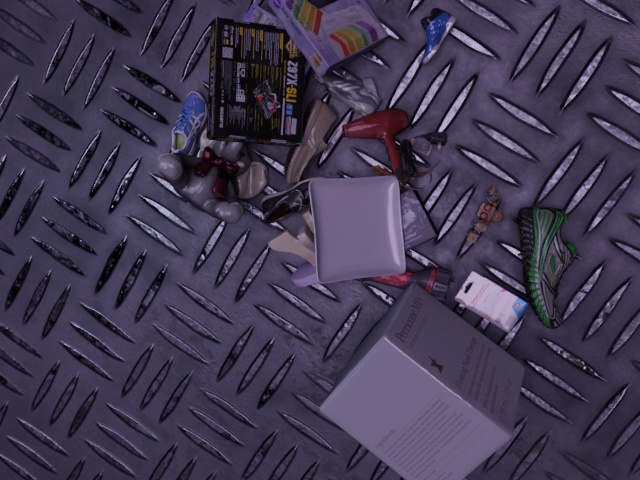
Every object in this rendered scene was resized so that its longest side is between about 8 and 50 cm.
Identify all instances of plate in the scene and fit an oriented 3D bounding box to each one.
[{"bbox_3d":[0.097,-0.033,1.766,0.277,0.045,0.277,-5,91,-25],"label":"plate"}]

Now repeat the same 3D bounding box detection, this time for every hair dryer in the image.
[{"bbox_3d":[0.199,-0.278,1.805,0.294,0.080,0.223,22,57,12],"label":"hair dryer"}]

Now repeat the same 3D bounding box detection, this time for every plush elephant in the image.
[{"bbox_3d":[-0.293,-0.208,1.891,0.272,0.330,0.255,37,80,-7],"label":"plush elephant"}]

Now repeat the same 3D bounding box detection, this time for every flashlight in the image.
[{"bbox_3d":[0.224,0.099,1.883,0.304,0.103,0.103,15,101,9],"label":"flashlight"}]

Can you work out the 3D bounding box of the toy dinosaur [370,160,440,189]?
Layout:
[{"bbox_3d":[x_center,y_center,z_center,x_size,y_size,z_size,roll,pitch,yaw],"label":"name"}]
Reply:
[{"bbox_3d":[0.237,-0.180,1.859,0.212,0.112,0.064,-3,69,-27],"label":"toy dinosaur"}]

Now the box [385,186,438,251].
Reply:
[{"bbox_3d":[0.235,-0.051,1.868,0.156,0.093,0.158,-27,89,14],"label":"box"}]

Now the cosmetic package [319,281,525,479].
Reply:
[{"bbox_3d":[0.280,0.400,1.753,0.394,0.329,0.327,38,121,4],"label":"cosmetic package"}]

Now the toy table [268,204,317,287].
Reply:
[{"bbox_3d":[0.000,0.000,1.865,0.274,0.252,0.160,-34,106,3],"label":"toy table"}]

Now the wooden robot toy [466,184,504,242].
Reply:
[{"bbox_3d":[0.481,-0.065,1.829,0.079,0.076,0.173,22,101,-3],"label":"wooden robot toy"}]

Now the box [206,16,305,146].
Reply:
[{"bbox_3d":[-0.175,-0.428,1.780,0.257,0.079,0.321,1,92,-22],"label":"box"}]

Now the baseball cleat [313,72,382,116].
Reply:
[{"bbox_3d":[0.084,-0.444,1.874,0.206,0.072,0.109,37,89,1],"label":"baseball cleat"}]

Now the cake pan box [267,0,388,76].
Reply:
[{"bbox_3d":[0.022,-0.614,1.787,0.246,0.070,0.266,-33,89,-30],"label":"cake pan box"}]

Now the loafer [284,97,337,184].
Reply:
[{"bbox_3d":[-0.029,-0.277,1.891,0.092,0.102,0.268,19,109,-15],"label":"loafer"}]

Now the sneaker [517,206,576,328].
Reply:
[{"bbox_3d":[0.633,0.075,1.779,0.146,0.134,0.343,-5,95,12],"label":"sneaker"}]

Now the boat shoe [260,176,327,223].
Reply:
[{"bbox_3d":[-0.069,-0.116,1.918,0.233,0.079,0.084,-21,137,17],"label":"boat shoe"}]

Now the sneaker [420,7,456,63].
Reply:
[{"bbox_3d":[0.305,-0.574,1.806,0.085,0.058,0.152,32,98,1],"label":"sneaker"}]

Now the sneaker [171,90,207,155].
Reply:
[{"bbox_3d":[-0.401,-0.350,1.971,0.080,0.081,0.211,15,98,11],"label":"sneaker"}]

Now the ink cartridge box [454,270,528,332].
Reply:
[{"bbox_3d":[0.486,0.169,1.857,0.181,0.061,0.104,32,102,6],"label":"ink cartridge box"}]

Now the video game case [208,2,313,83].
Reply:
[{"bbox_3d":[-0.160,-0.514,1.910,0.244,0.061,0.269,34,101,5],"label":"video game case"}]
